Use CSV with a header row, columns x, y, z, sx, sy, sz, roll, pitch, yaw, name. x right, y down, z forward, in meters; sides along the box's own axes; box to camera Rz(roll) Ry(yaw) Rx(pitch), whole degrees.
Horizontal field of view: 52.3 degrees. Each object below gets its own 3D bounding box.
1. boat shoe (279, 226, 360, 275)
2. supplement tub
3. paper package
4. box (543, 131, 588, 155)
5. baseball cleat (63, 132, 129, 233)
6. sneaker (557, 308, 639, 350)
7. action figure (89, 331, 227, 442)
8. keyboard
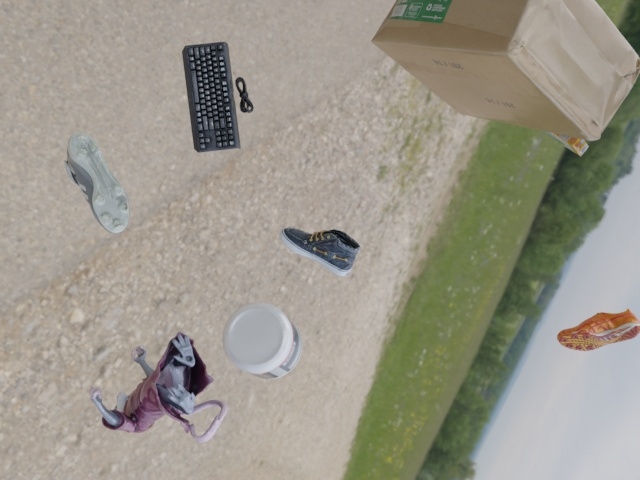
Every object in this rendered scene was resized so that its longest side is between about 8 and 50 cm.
x,y,z,sx,sy,sz,roll,pitch,yaw,name
0.000,0.000,1.458,0.065,0.183,0.083,-50,166,-57,boat shoe
-0.154,0.287,1.830,0.191,0.191,0.272,-59,166,-11,supplement tub
0.309,-0.328,1.111,0.310,0.325,0.168,26,92,-39,paper package
0.452,-0.219,1.270,0.028,0.136,0.081,-53,151,14,box
-0.427,-0.102,1.246,0.072,0.205,0.109,-18,175,-34,baseball cleat
0.586,0.189,1.385,0.067,0.175,0.064,-102,-177,-51,sneaker
-0.401,0.390,1.620,0.370,0.276,0.248,-43,-175,37,action figure
-0.169,-0.243,1.100,0.023,0.108,0.180,-167,-110,-82,keyboard
